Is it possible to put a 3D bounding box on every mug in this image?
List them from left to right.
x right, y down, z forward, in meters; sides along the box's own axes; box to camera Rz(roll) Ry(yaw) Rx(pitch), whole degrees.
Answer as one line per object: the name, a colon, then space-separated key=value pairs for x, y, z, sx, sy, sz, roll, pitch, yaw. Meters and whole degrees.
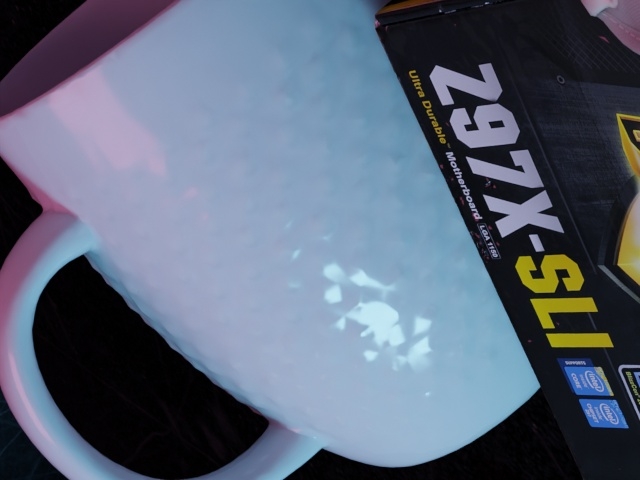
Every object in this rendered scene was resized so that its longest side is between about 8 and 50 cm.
mug: x=-0.032 y=-0.001 z=1.032 sx=0.328 sy=0.374 sz=0.276 roll=51 pitch=159 yaw=-17

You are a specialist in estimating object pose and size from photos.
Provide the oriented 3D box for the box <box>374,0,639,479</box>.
box: x=0.199 y=-0.010 z=0.872 sx=0.257 sy=0.079 sz=0.322 roll=-3 pitch=121 yaw=46

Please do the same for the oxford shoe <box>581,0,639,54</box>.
oxford shoe: x=0.131 y=-0.156 z=0.652 sx=0.130 sy=0.169 sz=0.449 roll=-26 pitch=93 yaw=35
